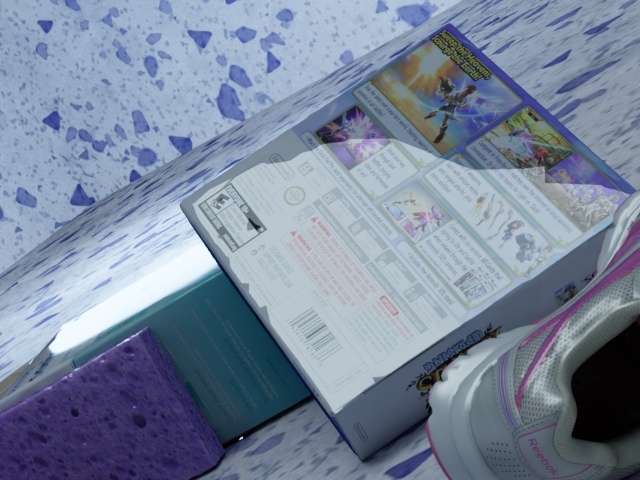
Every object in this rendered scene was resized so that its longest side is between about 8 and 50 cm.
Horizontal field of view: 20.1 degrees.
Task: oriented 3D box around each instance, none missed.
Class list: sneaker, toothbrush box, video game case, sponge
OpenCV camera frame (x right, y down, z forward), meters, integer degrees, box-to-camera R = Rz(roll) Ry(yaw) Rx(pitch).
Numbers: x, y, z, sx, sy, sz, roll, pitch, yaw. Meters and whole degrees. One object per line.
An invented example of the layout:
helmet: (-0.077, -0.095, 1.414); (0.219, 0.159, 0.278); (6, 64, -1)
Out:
sneaker: (0.175, 0.045, 0.894); (0.252, 0.103, 0.111); (-42, 16, -17)
toothbrush box: (-0.093, 0.082, 1.485); (0.295, 0.126, 0.216); (-31, 9, 16)
video game case: (0.062, -0.008, 1.247); (0.244, 0.061, 0.269); (-34, 42, -4)
sponge: (-0.190, 0.166, 1.389); (0.210, 0.117, 0.031); (-30, 7, 16)

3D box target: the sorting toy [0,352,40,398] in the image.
sorting toy: (-0.334, 0.161, 2.183); (0.208, 0.038, 0.193); (-33, 8, -30)
